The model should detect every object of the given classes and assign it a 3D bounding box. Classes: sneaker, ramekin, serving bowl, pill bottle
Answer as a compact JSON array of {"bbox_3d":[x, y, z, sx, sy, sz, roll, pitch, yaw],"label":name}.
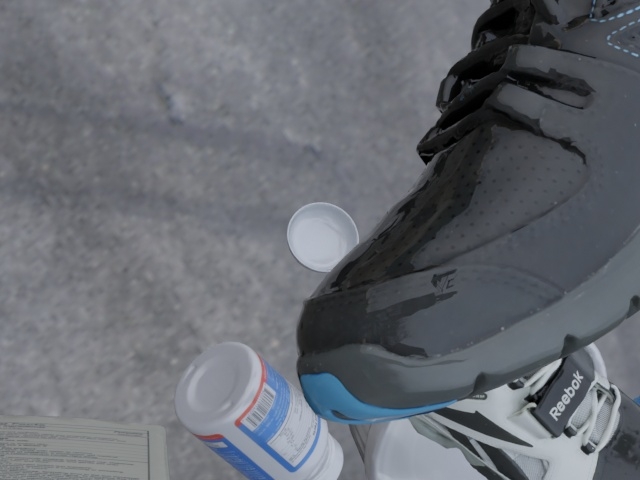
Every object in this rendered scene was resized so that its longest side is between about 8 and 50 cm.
[{"bbox_3d":[0.165,0.121,1.395,0.331,0.146,0.122,24,55,-2],"label":"sneaker"},{"bbox_3d":[0.150,0.162,1.773,0.273,0.273,0.127,19,21,-37],"label":"ramekin"},{"bbox_3d":[0.000,0.000,1.942,0.083,0.027,0.083,5,70,-13],"label":"serving bowl"},{"bbox_3d":[0.096,-0.068,0.635,0.341,0.125,0.139,-43,105,-27],"label":"sneaker"},{"bbox_3d":[-0.068,0.227,2.085,0.221,0.124,0.124,47,37,-41],"label":"pill bottle"}]

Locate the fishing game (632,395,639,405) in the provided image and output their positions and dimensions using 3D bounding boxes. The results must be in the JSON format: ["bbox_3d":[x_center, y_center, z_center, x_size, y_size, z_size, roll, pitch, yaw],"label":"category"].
[{"bbox_3d":[0.332,0.232,1.873,0.041,0.264,0.189,39,31,-19],"label":"fishing game"}]

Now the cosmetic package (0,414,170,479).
[{"bbox_3d":[-0.167,0.198,1.048,0.153,0.296,0.129,3,95,-5],"label":"cosmetic package"}]
